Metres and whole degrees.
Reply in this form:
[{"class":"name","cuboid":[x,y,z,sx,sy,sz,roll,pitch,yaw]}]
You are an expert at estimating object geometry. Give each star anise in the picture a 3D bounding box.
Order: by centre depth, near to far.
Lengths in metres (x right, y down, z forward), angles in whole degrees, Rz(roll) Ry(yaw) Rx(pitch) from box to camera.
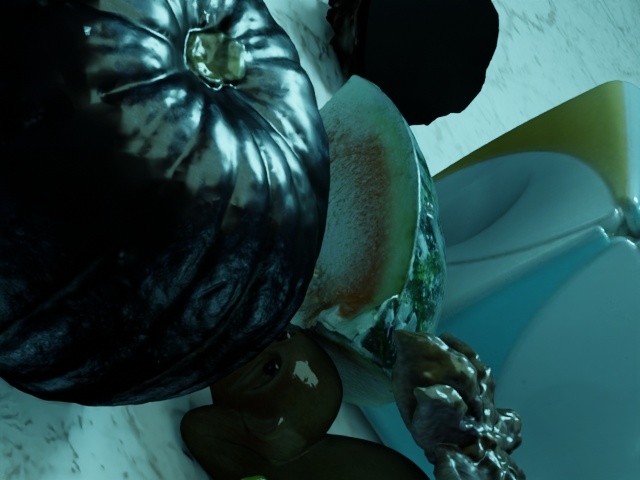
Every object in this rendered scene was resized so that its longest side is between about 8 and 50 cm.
[{"class":"star anise","cuboid":[0.118,0.163,1.448,0.212,0.073,0.197,70,15,6]}]

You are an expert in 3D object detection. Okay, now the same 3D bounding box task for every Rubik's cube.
[{"class":"Rubik's cube","cuboid":[0.253,0.095,1.830,0.351,0.352,0.347,54,24,-20]}]

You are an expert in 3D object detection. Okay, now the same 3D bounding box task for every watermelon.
[{"class":"watermelon","cuboid":[0.000,0.000,1.572,0.320,0.214,0.289,72,21,-89]}]

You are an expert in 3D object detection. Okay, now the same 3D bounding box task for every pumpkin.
[{"class":"pumpkin","cuboid":[-0.158,-0.064,1.279,0.363,0.266,0.363,42,33,-35]}]

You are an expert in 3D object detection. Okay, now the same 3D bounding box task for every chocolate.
[{"class":"chocolate","cuboid":[0.073,-0.248,2.210,0.177,0.206,0.224,18,-29,48]}]

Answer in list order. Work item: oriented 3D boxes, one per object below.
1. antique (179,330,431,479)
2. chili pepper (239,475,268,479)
[{"class":"antique","cuboid":[-0.002,0.182,1.465,0.257,0.143,0.121,58,24,2]},{"class":"chili pepper","cuboid":[-0.037,0.278,1.369,0.072,0.073,0.204,-13,70,-24]}]
